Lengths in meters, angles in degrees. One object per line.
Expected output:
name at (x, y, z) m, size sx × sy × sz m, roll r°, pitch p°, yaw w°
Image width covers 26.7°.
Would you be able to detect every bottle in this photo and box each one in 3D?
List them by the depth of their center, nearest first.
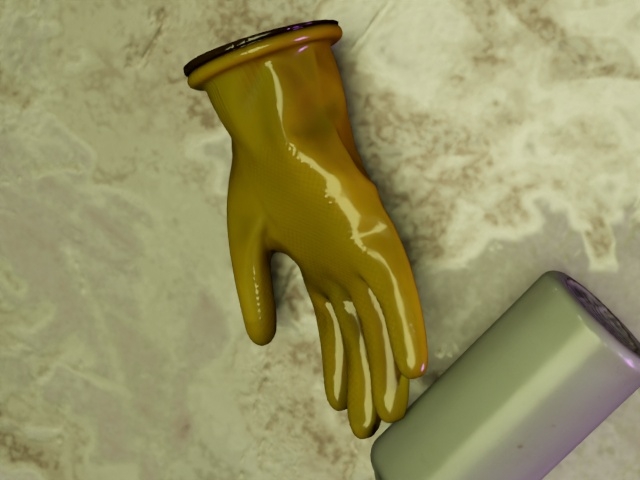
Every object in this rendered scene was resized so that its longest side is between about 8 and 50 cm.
bottle at (0.116, 0.139, 0.963) m, size 0.104 × 0.104 × 0.245 m, roll 44°, pitch 104°, yaw 7°

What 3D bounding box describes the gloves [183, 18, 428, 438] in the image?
gloves at (0.000, 0.000, 0.970) m, size 0.116 × 0.133 × 0.294 m, roll -17°, pitch 91°, yaw -20°
